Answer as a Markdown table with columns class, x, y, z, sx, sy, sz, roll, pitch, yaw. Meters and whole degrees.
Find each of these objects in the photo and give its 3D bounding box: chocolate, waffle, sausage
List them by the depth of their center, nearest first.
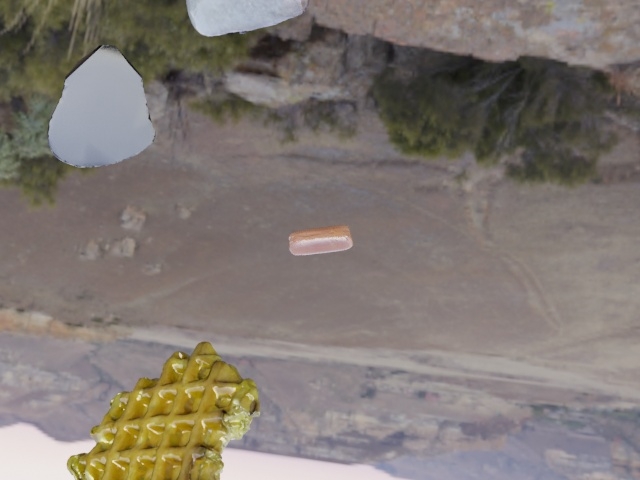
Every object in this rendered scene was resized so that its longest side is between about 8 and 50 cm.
| class | x | y | z | sx | sy | sz | roll | pitch | yaw |
| --- | --- | --- | --- | --- | --- | --- | --- | --- | --- |
| waffle | -0.176 | 0.245 | 0.898 | 0.291 | 0.291 | 0.051 | -3 | 143 | 39 |
| chocolate | -0.267 | -0.157 | 0.963 | 0.125 | 0.148 | 0.080 | 19 | 179 | -33 |
| sausage | 0.000 | 0.000 | 1.028 | 0.083 | 0.034 | 0.034 | -8 | 166 | 0 |
| chocolate | -0.086 | -0.406 | 1.040 | 0.185 | 0.303 | 0.100 | -3 | 150 | 23 |
